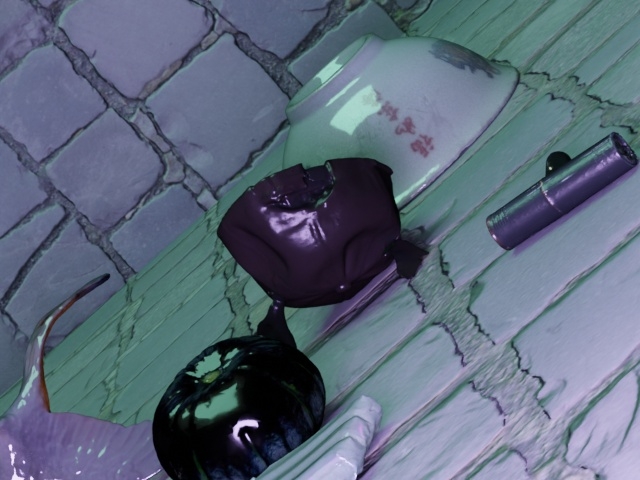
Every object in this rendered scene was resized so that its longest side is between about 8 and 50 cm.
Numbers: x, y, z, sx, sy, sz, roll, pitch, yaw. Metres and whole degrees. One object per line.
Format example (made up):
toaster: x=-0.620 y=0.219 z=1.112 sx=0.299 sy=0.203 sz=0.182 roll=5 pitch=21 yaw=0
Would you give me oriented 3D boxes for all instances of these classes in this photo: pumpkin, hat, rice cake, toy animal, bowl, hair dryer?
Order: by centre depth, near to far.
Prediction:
rice cake: x=-0.037 y=0.247 z=1.694 sx=0.237 sy=0.043 sz=0.127 roll=-37 pitch=13 yaw=25
pumpkin: x=-0.086 y=0.191 z=1.848 sx=0.202 sy=0.140 sz=0.202 roll=-27 pitch=22 yaw=12
hair dryer: x=0.276 y=-0.081 z=1.883 sx=0.173 sy=0.050 sz=0.195 roll=-33 pitch=10 yaw=29
hat: x=0.010 y=0.025 z=2.208 sx=0.238 sy=0.209 sz=0.336 roll=-22 pitch=-7 yaw=0
toy animal: x=-0.355 y=0.209 z=2.208 sx=0.302 sy=0.284 sz=0.225 roll=-15 pitch=-6 yaw=-38
bowl: x=0.074 y=-0.184 z=2.612 sx=0.435 sy=0.196 sz=0.435 roll=-41 pitch=11 yaw=10
